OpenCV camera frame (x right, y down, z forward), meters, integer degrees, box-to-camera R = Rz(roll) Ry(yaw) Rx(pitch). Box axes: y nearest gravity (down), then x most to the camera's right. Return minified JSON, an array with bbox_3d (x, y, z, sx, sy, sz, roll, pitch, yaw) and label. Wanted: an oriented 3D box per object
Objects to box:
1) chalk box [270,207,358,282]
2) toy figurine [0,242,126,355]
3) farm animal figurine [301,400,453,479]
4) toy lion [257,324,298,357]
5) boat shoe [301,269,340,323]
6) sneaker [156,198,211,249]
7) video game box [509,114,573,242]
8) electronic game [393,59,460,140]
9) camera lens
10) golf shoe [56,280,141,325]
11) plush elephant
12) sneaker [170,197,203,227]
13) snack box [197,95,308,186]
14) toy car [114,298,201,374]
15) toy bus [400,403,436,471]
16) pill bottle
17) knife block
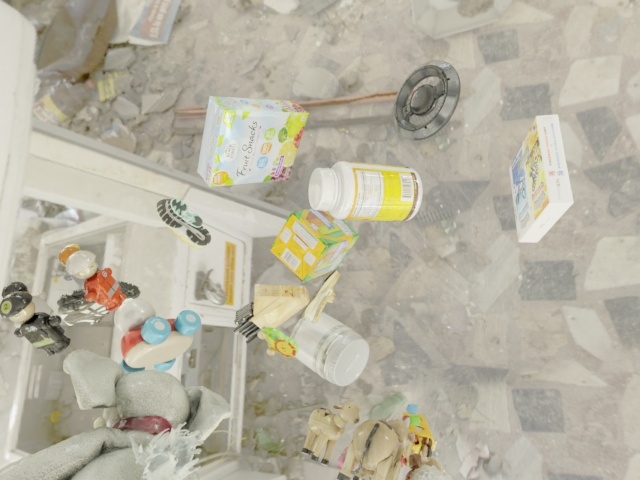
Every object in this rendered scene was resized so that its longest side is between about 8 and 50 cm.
[{"bbox_3d":[0.000,0.000,1.154,0.132,0.213,0.132,43,120,18],"label":"chalk box"},{"bbox_3d":[-0.555,0.112,0.934,0.213,0.148,0.210,-42,32,-24],"label":"toy figurine"},{"bbox_3d":[0.119,0.451,0.968,0.331,0.326,0.172,20,70,13],"label":"farm animal figurine"},{"bbox_3d":[-0.108,0.274,1.174,0.096,0.100,0.034,-6,31,31],"label":"toy lion"},{"bbox_3d":[0.010,0.131,1.020,0.045,0.050,0.135,36,81,-1],"label":"boat shoe"},{"bbox_3d":[-0.440,-0.043,1.387,0.208,0.094,0.081,45,61,1],"label":"sneaker"},{"bbox_3d":[0.438,-0.116,0.889,0.048,0.205,0.187,-3,69,8],"label":"video game box"},{"bbox_3d":[0.296,-0.398,1.250,0.229,0.048,0.229,-16,69,49],"label":"electronic game"},{"bbox_3d":[0.028,0.424,1.753,0.274,0.219,0.219,23,86,43],"label":"camera lens"},{"bbox_3d":[-0.584,0.169,1.169,0.077,0.198,0.093,50,141,45],"label":"golf shoe"},{"bbox_3d":[-0.266,0.293,0.597,0.330,0.272,0.255,-50,22,10],"label":"plush elephant"},{"bbox_3d":[-0.353,-0.069,1.141,0.038,0.098,0.069,-49,20,-16],"label":"sneaker"},{"bbox_3d":[-0.145,-0.210,0.939,0.070,0.207,0.174,48,133,33],"label":"snack box"},{"bbox_3d":[-0.517,0.248,1.307,0.238,0.210,0.219,49,118,22],"label":"toy car"},{"bbox_3d":[0.316,0.647,1.410,0.105,0.191,0.202,8,59,-2],"label":"toy bus"},{"bbox_3d":[0.090,-0.099,0.896,0.215,0.117,0.117,1,73,-21],"label":"pill bottle"},{"bbox_3d":[-0.190,0.289,1.664,0.276,0.088,0.242,3,116,-9],"label":"knife block"}]
